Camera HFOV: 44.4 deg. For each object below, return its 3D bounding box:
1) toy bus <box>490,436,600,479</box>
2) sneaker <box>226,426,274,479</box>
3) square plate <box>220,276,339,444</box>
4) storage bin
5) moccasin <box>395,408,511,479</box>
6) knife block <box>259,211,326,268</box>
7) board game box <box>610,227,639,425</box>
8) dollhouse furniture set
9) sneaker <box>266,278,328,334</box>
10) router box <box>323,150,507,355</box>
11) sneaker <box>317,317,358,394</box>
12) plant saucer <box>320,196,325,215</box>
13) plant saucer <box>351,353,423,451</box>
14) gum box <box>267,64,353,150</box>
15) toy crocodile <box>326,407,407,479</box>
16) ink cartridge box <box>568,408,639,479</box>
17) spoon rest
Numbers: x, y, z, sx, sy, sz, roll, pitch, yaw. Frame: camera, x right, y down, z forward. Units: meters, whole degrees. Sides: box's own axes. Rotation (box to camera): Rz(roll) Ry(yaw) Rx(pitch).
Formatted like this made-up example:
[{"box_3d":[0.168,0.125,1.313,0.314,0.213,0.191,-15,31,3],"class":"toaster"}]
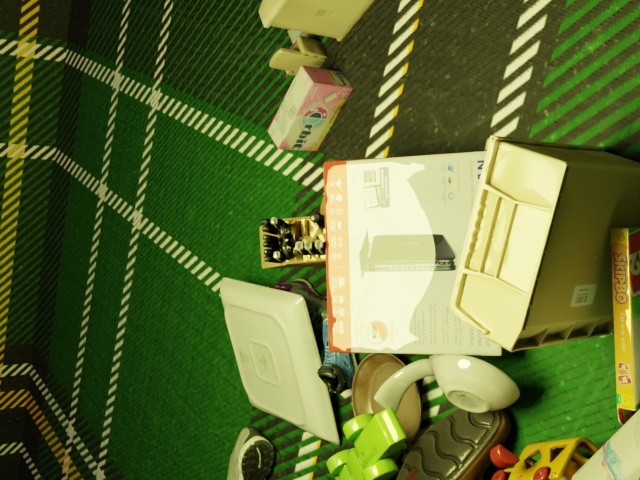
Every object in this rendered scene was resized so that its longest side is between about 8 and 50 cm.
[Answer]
[{"box_3d":[0.348,0.358,1.193,0.202,0.104,0.191,20,144,31],"class":"toy bus"},{"box_3d":[-0.182,0.578,1.909,0.108,0.100,0.271,45,122,60],"class":"sneaker"},{"box_3d":[-0.108,0.266,1.749,0.344,0.049,0.347,7,114,53],"class":"square plate"},{"box_3d":[0.332,0.004,1.085,0.123,0.262,0.260,28,112,46],"class":"storage bin"},{"box_3d":[0.211,0.445,1.350,0.380,0.147,0.139,-62,26,6],"class":"moccasin"},{"box_3d":[0.000,0.000,1.497,0.242,0.276,0.088,-10,82,54],"class":"knife block"},{"box_3d":[0.443,0.113,1.050,0.039,0.124,0.259,1,91,58],"class":"board game box"},{"box_3d":[-0.068,-0.561,1.652,0.286,0.198,0.303,-43,57,43],"class":"dollhouse furniture set"},{"box_3d":[-0.030,0.154,1.689,0.224,0.098,0.083,32,115,48],"class":"sneaker"},{"box_3d":[0.161,0.023,1.342,0.301,0.082,0.335,-3,89,22],"class":"router box"},{"box_3d":[0.026,0.238,1.593,0.058,0.084,0.152,-8,103,39],"class":"sneaker"},{"box_3d":[0.025,-0.064,1.686,0.083,0.013,0.083,1,91,52],"class":"plant saucer"},{"box_3d":[0.136,0.314,1.526,0.199,0.036,0.198,0,90,52],"class":"plant saucer"},{"box_3d":[-0.026,-0.274,1.672,0.188,0.107,0.062,-57,48,35],"class":"gum box"},{"box_3d":[0.094,0.413,1.465,0.115,0.105,0.340,61,149,33],"class":"toy crocodile"},{"box_3d":[0.448,0.342,0.970,0.226,0.131,0.306,33,124,9],"class":"ink cartridge box"},{"box_3d":[0.208,0.237,1.310,0.276,0.137,0.084,-19,36,49],"class":"spoon rest"}]
